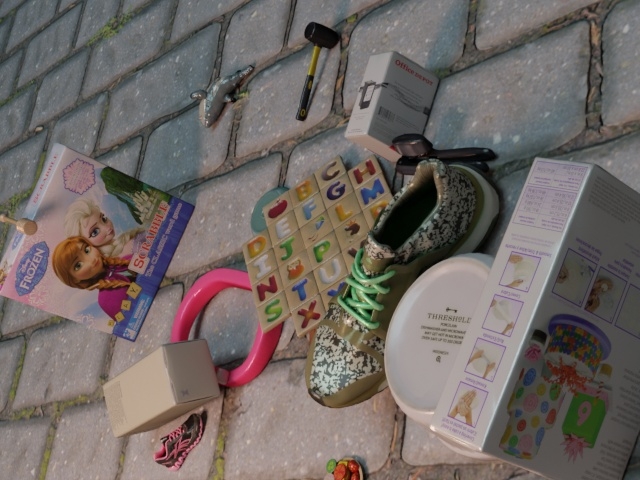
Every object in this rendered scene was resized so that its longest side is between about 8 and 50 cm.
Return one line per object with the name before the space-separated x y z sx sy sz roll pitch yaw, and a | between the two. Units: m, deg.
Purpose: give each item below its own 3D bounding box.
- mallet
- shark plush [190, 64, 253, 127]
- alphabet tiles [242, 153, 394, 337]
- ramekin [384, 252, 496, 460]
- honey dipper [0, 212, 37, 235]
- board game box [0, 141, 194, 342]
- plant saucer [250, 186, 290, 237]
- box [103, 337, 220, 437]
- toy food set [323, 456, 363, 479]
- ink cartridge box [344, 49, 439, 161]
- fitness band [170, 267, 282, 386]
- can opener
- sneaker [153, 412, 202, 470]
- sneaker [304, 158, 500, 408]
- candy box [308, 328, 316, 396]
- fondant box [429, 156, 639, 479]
mallet | -0.009 -0.320 2.050 0.039 0.062 0.189 10 92 56
shark plush | -0.200 -0.313 2.300 0.161 0.073 0.067 -35 60 5
alphabet tiles | 0.000 0.000 1.760 0.285 0.011 0.342 -34 37 13
ramekin | 0.201 0.141 1.399 0.273 0.127 0.273 -30 47 39
honey dipper | -0.590 -0.034 2.070 0.161 0.030 0.030 12 79 53
board game box | -0.456 0.009 2.172 0.066 0.318 0.318 20 86 54
plant saucer | -0.096 -0.049 1.997 0.119 0.021 0.119 -30 47 40
box | -0.291 0.268 1.926 0.275 0.094 0.113 -32 70 51
toy food set | 0.031 0.360 1.576 0.082 0.020 0.083 -13 60 49
ink cartridge box | 0.117 -0.218 1.747 0.063 0.109 0.150 1 70 56
fitness band | -0.175 0.154 1.946 0.291 0.054 0.209 8 76 53
can opener | 0.186 -0.121 1.645 0.186 0.073 0.059 12 71 45
sneaker | -0.258 0.359 1.923 0.119 0.057 0.047 -58 33 7
sneaker | 0.082 0.044 1.511 0.158 0.182 0.410 31 90 34
candy box | 0.036 0.149 1.674 0.109 0.053 0.186 -28 49 38
fondant box | 0.288 0.102 1.211 0.096 0.238 0.330 14 80 54
